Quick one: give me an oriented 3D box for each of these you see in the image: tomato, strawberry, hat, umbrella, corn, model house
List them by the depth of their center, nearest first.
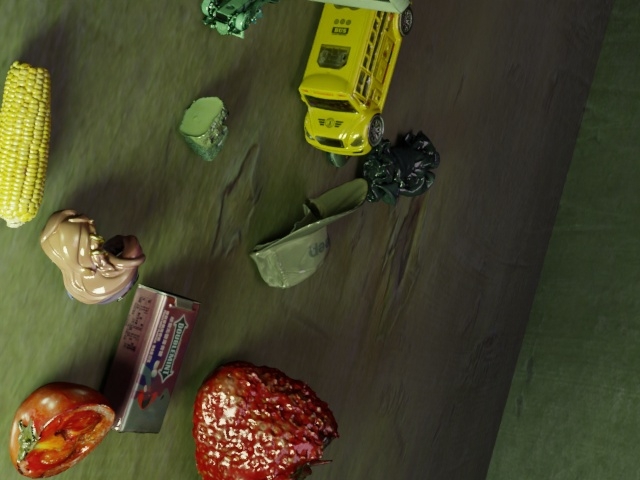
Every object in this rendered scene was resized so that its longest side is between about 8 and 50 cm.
[{"bbox_3d":[-0.372,-0.118,1.181,0.067,0.067,0.206,-1,100,-60],"label":"corn"},{"bbox_3d":[-0.371,0.252,1.322,0.139,0.091,0.159,2,127,-51],"label":"tomato"},{"bbox_3d":[-0.174,-0.175,1.502,0.078,0.066,0.083,-64,150,-18],"label":"model house"},{"bbox_3d":[-0.109,0.352,1.727,0.261,0.257,0.261,-48,168,-14],"label":"strawberry"},{"bbox_3d":[0.000,0.000,1.759,0.214,0.245,0.149,-44,117,-41],"label":"hat"},{"bbox_3d":[0.198,-0.170,2.135,0.349,0.094,0.143,-16,120,-60],"label":"umbrella"}]

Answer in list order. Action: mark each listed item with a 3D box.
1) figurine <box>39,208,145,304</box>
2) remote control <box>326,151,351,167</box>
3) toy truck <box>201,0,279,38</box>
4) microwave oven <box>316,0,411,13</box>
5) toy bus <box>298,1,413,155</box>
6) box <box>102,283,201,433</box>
[{"bbox_3d":[-0.313,0.025,1.298,0.157,0.126,0.114,48,17,-58],"label":"figurine"},{"bbox_3d":[0.073,-0.247,1.931,0.222,0.042,0.072,-61,148,-23],"label":"remote control"},{"bbox_3d":[-0.117,-0.371,1.513,0.154,0.080,0.078,-50,158,-38],"label":"toy truck"},{"bbox_3d":[0.034,-0.594,1.481,0.394,0.247,0.333,45,59,-57],"label":"microwave oven"},{"bbox_3d":[0.057,-0.331,1.763,0.152,0.144,0.330,26,78,-61],"label":"toy bus"},{"bbox_3d":[-0.270,0.188,1.489,0.120,0.069,0.224,22,83,-61],"label":"box"}]
